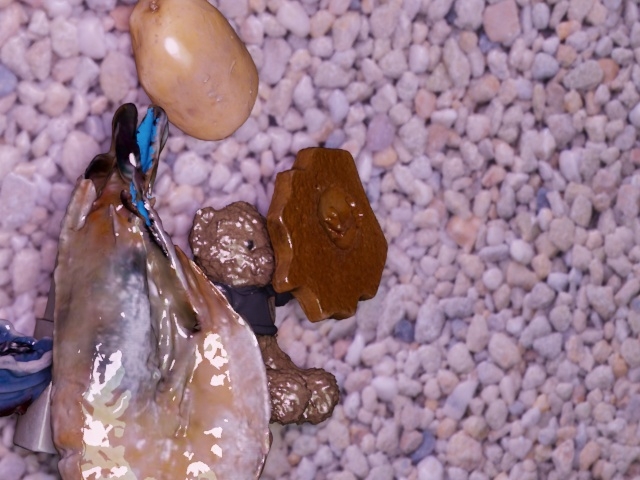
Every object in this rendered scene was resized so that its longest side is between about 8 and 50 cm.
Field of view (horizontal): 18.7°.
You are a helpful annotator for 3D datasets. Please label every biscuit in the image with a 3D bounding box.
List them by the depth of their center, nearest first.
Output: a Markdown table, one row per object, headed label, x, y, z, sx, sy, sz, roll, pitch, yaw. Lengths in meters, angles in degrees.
| label | x | y | z | sx | sy | sz | roll | pitch | yaw |
| --- | --- | --- | --- | --- | --- | --- | --- | --- | --- |
| biscuit | -0.002 | 0.001 | 2.055 | 0.215 | 0.034 | 0.182 | -45 | 116 | -54 |

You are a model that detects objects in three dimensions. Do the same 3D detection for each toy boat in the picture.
| label | x | y | z | sx | sy | sz | roll | pitch | yaw |
| --- | --- | --- | --- | --- | --- | --- | --- | --- | --- |
| toy boat | -0.394 | 0.086 | 1.889 | 0.309 | 0.129 | 0.142 | 12 | 105 | -14 |

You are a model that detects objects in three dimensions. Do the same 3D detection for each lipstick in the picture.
| label | x | y | z | sx | sy | sz | roll | pitch | yaw |
| --- | --- | --- | --- | --- | --- | --- | --- | --- | --- |
| lipstick | -0.249 | 0.093 | 1.988 | 0.079 | 0.077 | 0.252 | 13 | 86 | -26 |

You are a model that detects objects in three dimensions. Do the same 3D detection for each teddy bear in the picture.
| label | x | y | z | sx | sy | sz | roll | pitch | yaw |
| --- | --- | --- | --- | --- | --- | --- | --- | --- | --- |
| teddy bear | -0.081 | 0.086 | 2.043 | 0.129 | 0.182 | 0.251 | -16 | 88 | 18 |

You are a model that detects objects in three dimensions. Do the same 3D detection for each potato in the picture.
| label | x | y | z | sx | sy | sz | roll | pitch | yaw |
| --- | --- | --- | --- | --- | --- | --- | --- | --- | --- |
| potato | -0.131 | -0.179 | 1.994 | 0.109 | 0.118 | 0.178 | -26 | 125 | 16 |

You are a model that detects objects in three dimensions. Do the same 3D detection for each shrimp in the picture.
| label | x | y | z | sx | sy | sz | roll | pitch | yaw |
| --- | --- | --- | --- | --- | --- | --- | --- | --- | --- |
| shrimp | -0.161 | 0.080 | 1.902 | 0.221 | 0.110 | 0.445 | -2 | 80 | -18 |
